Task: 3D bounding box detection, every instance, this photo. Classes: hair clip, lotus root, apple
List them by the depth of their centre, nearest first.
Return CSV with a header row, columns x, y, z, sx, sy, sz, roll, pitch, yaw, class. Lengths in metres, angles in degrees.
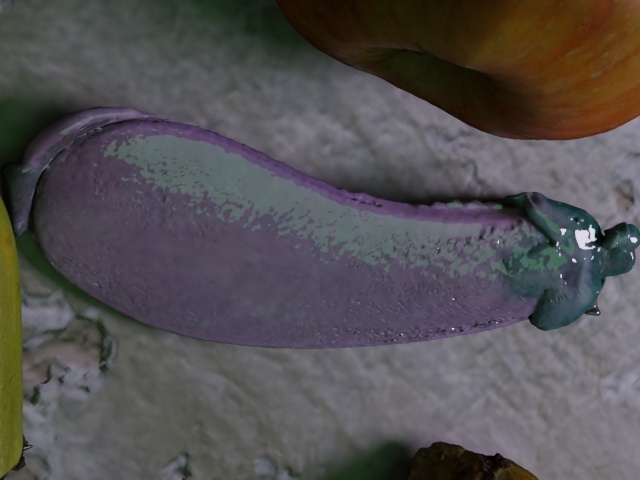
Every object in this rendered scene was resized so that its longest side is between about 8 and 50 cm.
x,y,z,sx,sy,sz,roll,pitch,yaw,class
0.101,-0.186,0.798,0.242,0.242,0.241,27,80,-25,apple
0.000,0.002,0.883,0.359,0.110,0.095,3,62,-18,hair clip
0.112,0.213,0.969,0.108,0.094,0.190,-19,120,20,lotus root

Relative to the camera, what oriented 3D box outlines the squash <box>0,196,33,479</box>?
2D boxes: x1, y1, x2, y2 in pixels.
x,y,z,sx,sy,sz,roll,pitch,yaw,class
-0.203,0.034,0.784,0.123,0.123,0.186,-1,104,-21,squash
